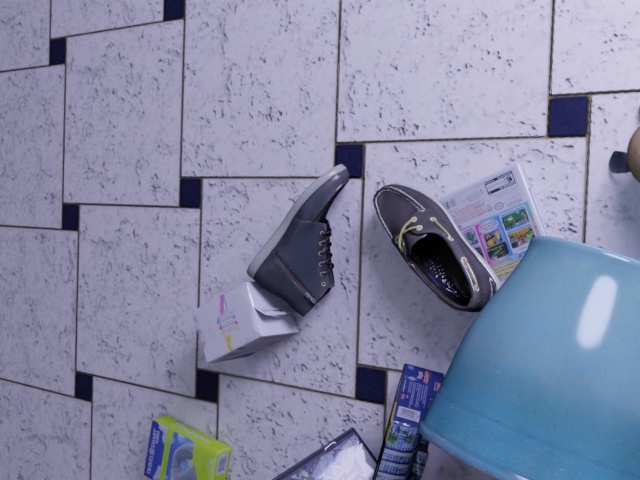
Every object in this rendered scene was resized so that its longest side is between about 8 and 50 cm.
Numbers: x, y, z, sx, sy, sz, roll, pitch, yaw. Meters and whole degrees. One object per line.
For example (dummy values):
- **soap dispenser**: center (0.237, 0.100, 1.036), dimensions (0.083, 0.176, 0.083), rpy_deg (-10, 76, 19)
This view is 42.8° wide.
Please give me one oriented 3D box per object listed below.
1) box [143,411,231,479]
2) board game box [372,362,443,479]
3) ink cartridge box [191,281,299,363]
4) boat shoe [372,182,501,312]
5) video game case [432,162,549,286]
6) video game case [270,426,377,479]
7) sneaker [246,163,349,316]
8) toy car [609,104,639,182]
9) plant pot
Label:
- **box**: center (-0.237, 0.376, 1.402), dimensions (0.178, 0.042, 0.108), rpy_deg (16, 100, 34)
- **board game box**: center (0.105, 0.287, 1.063), dimensions (0.060, 0.194, 0.194), rpy_deg (15, 105, 8)
- **ink cartridge box**: center (-0.111, 0.123, 1.276), dimensions (0.143, 0.092, 0.089), rpy_deg (-29, 73, 31)
- **boat shoe**: center (0.143, 0.004, 1.077), dimensions (0.227, 0.069, 0.081), rpy_deg (48, 116, 25)
- **video game case**: center (0.218, -0.007, 1.079), dimensions (0.157, 0.019, 0.143), rpy_deg (-25, 76, 33)
- **video game case**: center (0.022, 0.433, 1.110), dimensions (0.275, 0.248, 0.035), rpy_deg (52, 159, 23)
- **sneaker**: center (0.000, 0.000, 1.215), dimensions (0.118, 0.083, 0.222), rpy_deg (39, 105, 7)
- **toy car**: center (0.401, -0.088, 0.904), dimensions (0.155, 0.149, 0.188), rpy_deg (-63, 30, 15)
- **plant pot**: center (0.279, 0.140, 0.900), dimensions (0.272, 0.272, 0.255), rpy_deg (20, 88, 34)
